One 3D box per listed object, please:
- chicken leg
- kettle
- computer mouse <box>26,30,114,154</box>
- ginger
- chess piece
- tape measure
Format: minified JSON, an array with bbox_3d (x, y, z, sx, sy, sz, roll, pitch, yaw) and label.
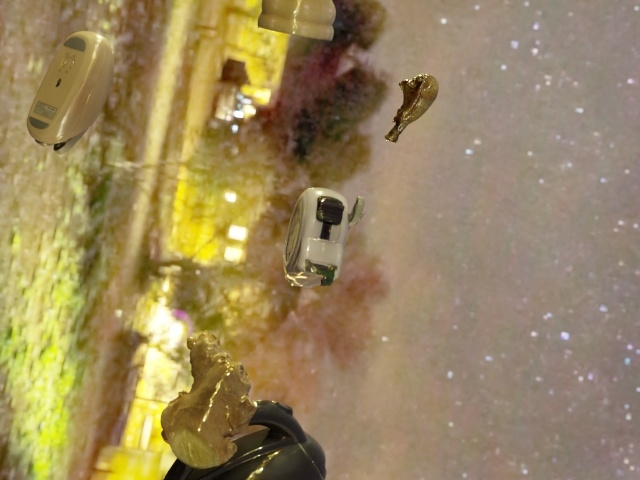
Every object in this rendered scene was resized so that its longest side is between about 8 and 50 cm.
[{"bbox_3d":[0.194,-0.298,2.015,0.178,0.093,0.070,-60,161,2],"label":"chicken leg"},{"bbox_3d":[-0.130,0.403,1.508,0.207,0.290,0.268,38,-23,55],"label":"kettle"},{"bbox_3d":[-0.464,-0.279,1.701,0.145,0.082,0.237,20,-93,41],"label":"computer mouse"},{"bbox_3d":[-0.165,0.243,1.400,0.074,0.137,0.213,109,-4,-50],"label":"ginger"},{"bbox_3d":[-0.001,-0.494,1.299,0.117,0.117,0.397,-98,-161,-72],"label":"chess piece"},{"bbox_3d":[0.001,-0.004,1.602,0.196,0.105,0.179,160,-59,-78],"label":"tape measure"}]
